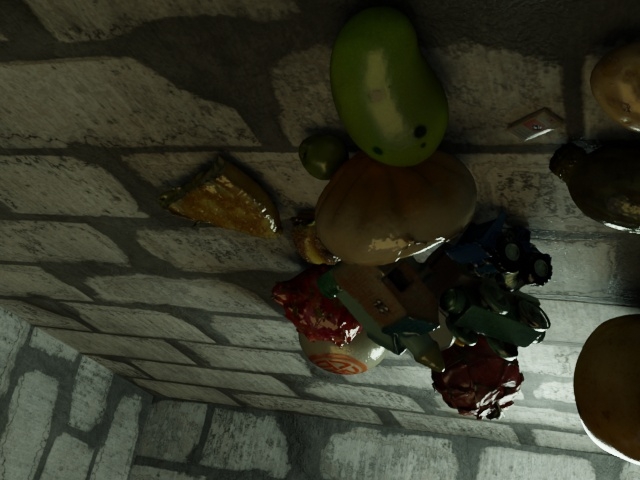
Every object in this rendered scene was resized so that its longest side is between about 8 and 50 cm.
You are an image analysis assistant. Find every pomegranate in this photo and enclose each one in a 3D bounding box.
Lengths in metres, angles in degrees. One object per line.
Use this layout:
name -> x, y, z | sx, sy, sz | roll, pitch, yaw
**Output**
pomegranate -> 0.791, 0.328, 1.847 | 0.416, 0.417, 0.417 | 11, 156, 5

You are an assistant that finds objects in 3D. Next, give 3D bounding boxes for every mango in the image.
mango -> 0.104, -0.231, 1.238 | 0.175, 0.143, 0.293 | 1, 144, 21

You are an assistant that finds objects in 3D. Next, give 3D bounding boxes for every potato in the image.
potato -> 0.461, -0.211, 1.134 | 0.178, 0.109, 0.118 | 29, 174, -22

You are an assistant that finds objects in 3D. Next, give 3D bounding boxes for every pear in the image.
pear -> 0.004, -0.156, 1.510 | 0.096, 0.092, 0.092 | 15, 156, -6

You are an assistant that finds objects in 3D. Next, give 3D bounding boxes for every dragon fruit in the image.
dragon fruit -> -0.001, 0.160, 2.080 | 0.268, 0.210, 0.205 | 14, 116, -9
dragon fruit -> 0.431, 0.371, 2.276 | 0.298, 0.244, 0.244 | 31, 155, -2

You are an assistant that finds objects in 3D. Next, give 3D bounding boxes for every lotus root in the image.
lotus root -> 0.535, -0.084, 1.338 | 0.309, 0.173, 0.173 | 13, 157, 18

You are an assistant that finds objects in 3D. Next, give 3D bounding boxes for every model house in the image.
model house -> 0.187, 0.131, 1.732 | 0.325, 0.194, 0.267 | 53, 149, 2

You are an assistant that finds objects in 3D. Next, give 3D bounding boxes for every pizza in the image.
pizza -> -0.246, -0.100, 1.784 | 0.287, 0.075, 0.280 | 4, 151, 23

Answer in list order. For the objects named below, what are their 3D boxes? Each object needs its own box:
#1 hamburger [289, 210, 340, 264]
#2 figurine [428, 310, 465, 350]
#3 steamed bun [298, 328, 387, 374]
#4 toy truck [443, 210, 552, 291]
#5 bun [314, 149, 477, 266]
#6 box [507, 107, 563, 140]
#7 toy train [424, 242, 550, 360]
hamburger -> 0.000, 0.000, 1.850 | 0.137, 0.087, 0.166 | 4, 155, 18
figurine -> 0.311, 0.203, 2.162 | 0.141, 0.167, 0.250 | -18, -152, -33
steamed bun -> 0.065, 0.304, 2.377 | 0.282, 0.177, 0.283 | 10, 156, 5
toy truck -> 0.374, 0.019, 1.660 | 0.208, 0.126, 0.113 | 23, 159, -22
bun -> 0.122, -0.085, 1.421 | 0.298, 0.299, 0.165 | -6, 117, 36
box -> 0.358, -0.192, 1.341 | 0.046, 0.012, 0.083 | 27, 154, -26
toy train -> 0.376, 0.139, 1.819 | 0.304, 0.222, 0.150 | 22, 121, -31
